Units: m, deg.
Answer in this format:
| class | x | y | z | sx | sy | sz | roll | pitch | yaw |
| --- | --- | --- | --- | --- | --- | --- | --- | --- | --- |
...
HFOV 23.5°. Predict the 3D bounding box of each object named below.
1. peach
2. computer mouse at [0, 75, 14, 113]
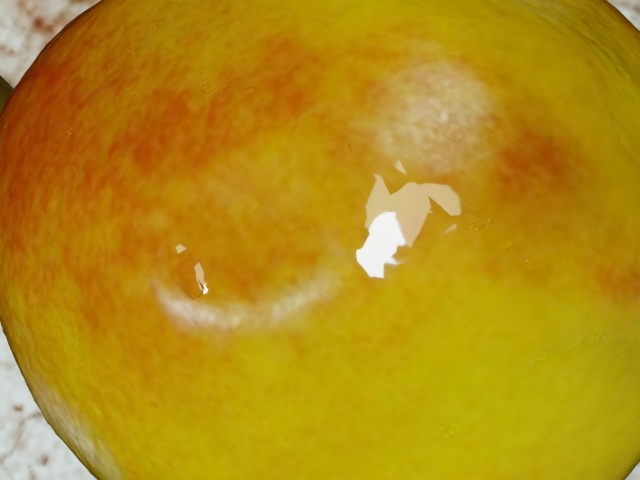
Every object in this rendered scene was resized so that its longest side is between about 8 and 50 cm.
| class | x | y | z | sx | sy | sz | roll | pitch | yaw |
| --- | --- | --- | --- | --- | --- | --- | --- | --- | --- |
| peach | -0.002 | 0.001 | 0.645 | 0.308 | 0.289 | 0.289 | 28 | 74 | 5 |
| computer mouse | -0.255 | -0.079 | 0.784 | 0.245 | 0.056 | 0.126 | 32 | 48 | 13 |
